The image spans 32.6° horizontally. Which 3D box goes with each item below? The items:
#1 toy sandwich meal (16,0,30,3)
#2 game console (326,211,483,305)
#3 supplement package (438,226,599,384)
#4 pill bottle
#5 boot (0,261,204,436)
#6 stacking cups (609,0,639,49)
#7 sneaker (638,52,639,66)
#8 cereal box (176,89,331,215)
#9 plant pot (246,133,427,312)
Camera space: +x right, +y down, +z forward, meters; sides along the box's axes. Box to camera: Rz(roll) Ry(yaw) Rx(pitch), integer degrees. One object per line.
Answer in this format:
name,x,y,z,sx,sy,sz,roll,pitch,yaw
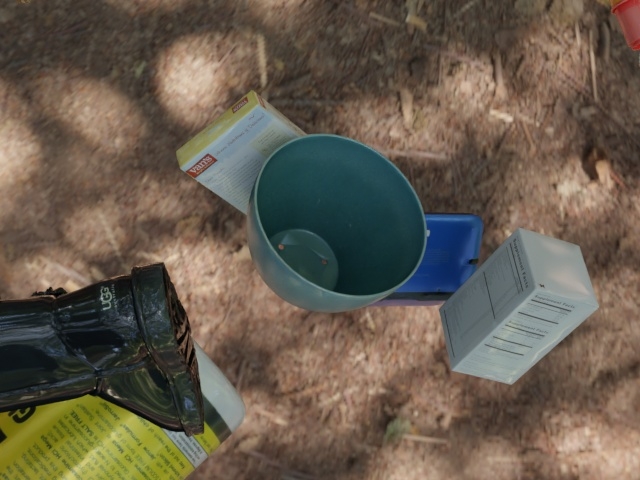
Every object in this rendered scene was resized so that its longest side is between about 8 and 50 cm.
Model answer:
toy sandwich meal,-0.471,-0.412,1.698,0.029,0.085,0.086,-14,113,11
game console,0.133,0.042,2.080,0.293,0.173,0.250,0,110,-16
supplement package,0.329,0.115,1.846,0.133,0.139,0.244,15,136,-25
pill bottle,-0.252,0.220,1.091,0.334,0.188,0.188,-43,106,-15
boot,-0.211,0.106,0.910,0.207,0.094,0.246,-9,150,-1
stacking cups,0.421,-0.432,1.599,0.096,0.096,0.316,-18,85,17
sneaker,0.458,-0.212,1.438,0.070,0.134,0.051,23,133,-34
cereal box,-0.097,-0.127,1.816,0.173,0.047,0.240,-36,135,17
plant pot,0.000,0.000,1.774,0.290,0.290,0.195,31,145,-6
